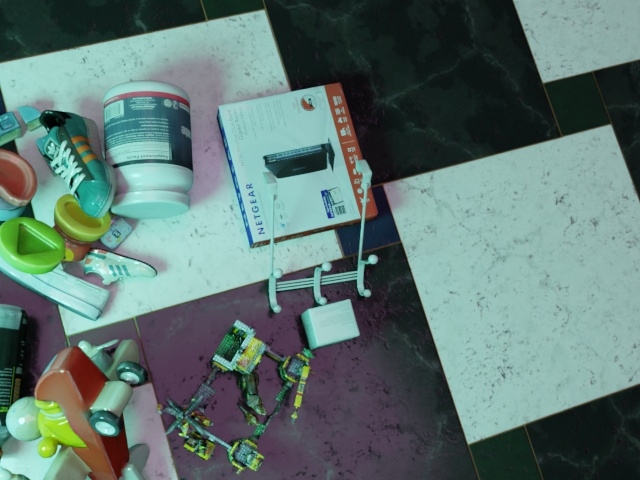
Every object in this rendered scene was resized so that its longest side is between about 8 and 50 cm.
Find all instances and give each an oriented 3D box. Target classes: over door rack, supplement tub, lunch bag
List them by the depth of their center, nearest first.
[{"bbox_3d":[-0.703,0.285,1.637,0.194,0.193,0.315,4,77,-10],"label":"supplement tub"},{"bbox_3d":[-0.378,-0.198,1.797,0.191,0.191,0.272,-2,80,-11],"label":"supplement tub"},{"bbox_3d":[0.000,0.000,1.801,0.240,0.108,0.324,-8,114,-16],"label":"over door rack"},{"bbox_3d":[-0.472,-0.029,1.817,0.083,0.053,0.071,44,77,-5],"label":"lunch bag"}]

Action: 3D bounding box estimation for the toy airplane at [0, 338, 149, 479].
[{"bbox_3d":[-0.478,0.381,1.603,0.273,0.386,0.384,11,88,7],"label":"toy airplane"}]

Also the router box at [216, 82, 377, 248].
[{"bbox_3d":[-0.057,-0.176,1.910,0.301,0.082,0.335,-14,82,-13],"label":"router box"}]

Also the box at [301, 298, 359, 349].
[{"bbox_3d":[0.021,0.190,1.842,0.101,0.102,0.087,-13,80,-14],"label":"box"}]

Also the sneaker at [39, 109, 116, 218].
[{"bbox_3d":[-0.521,-0.164,1.711,0.121,0.108,0.302,16,33,-42],"label":"sneaker"}]

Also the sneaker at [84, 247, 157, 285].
[{"bbox_3d":[-0.445,0.069,1.806,0.161,0.057,0.075,18,87,-6],"label":"sneaker"}]

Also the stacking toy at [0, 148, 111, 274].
[{"bbox_3d":[-0.623,-0.027,1.665,0.309,0.130,0.279,34,32,-7],"label":"stacking toy"}]

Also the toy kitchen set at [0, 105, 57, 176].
[{"bbox_3d":[-0.679,-0.191,1.773,0.207,0.122,0.166,-30,86,-15],"label":"toy kitchen set"}]

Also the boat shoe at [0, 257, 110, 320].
[{"bbox_3d":[-0.580,0.081,1.762,0.258,0.095,0.084,32,70,-14],"label":"boat shoe"}]

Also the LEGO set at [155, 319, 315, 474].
[{"bbox_3d":[-0.162,0.326,1.732,0.255,0.192,0.331,40,75,-1],"label":"LEGO set"}]
